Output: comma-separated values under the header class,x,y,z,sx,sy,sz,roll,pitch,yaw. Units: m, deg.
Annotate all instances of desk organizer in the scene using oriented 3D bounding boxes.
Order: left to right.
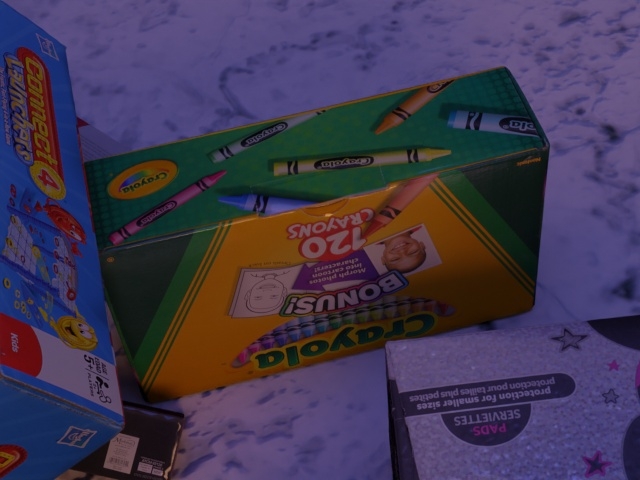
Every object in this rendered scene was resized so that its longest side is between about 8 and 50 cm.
class,x,y,z,sx,sy,sz,roll,pitch,yaw
desk organizer,-0.154,0.120,0.779,0.130,0.050,0.047,13,86,-3

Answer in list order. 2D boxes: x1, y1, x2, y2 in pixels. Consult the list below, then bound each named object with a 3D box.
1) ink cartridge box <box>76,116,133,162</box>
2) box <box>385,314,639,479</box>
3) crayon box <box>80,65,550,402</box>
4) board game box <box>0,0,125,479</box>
class,x,y,z,sx,sy,sz,roll,pitch,yaw
ink cartridge box,-0.218,-0.023,0.893,0.109,0.063,0.150,32,61,28
box,0.165,0.140,0.673,0.247,0.142,0.163,-5,51,1
crayon box,0.000,0.000,0.788,0.278,0.165,0.081,-14,51,-5
board game box,-0.270,0.049,0.727,0.308,0.086,0.302,-35,48,22
